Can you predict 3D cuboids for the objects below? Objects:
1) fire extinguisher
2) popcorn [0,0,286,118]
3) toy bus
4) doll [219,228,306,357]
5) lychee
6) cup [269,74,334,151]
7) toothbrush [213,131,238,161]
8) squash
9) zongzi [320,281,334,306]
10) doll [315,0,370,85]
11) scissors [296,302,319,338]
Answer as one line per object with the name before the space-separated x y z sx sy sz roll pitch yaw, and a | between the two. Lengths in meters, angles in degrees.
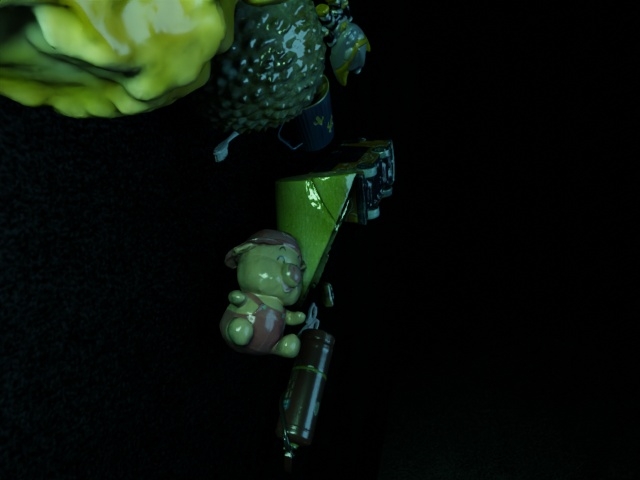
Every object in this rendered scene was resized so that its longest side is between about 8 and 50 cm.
fire extinguisher | -0.045 0.404 1.317 0.142 0.105 0.342 73 28 -54
popcorn | -0.220 -0.284 0.391 0.390 0.354 0.344 51 48 3
toy bus | 0.103 -0.184 1.531 0.323 0.194 0.162 -52 141 -54
doll | -0.107 0.095 1.017 0.196 0.152 0.256 60 37 -62
lychee | -0.114 -0.302 0.836 0.274 0.255 0.255 -47 149 -12
cup | -0.045 -0.287 1.216 0.176 0.131 0.155 -47 151 -16
toothbrush | -0.150 -0.237 1.047 0.287 0.020 0.025 -64 159 -48
squash | 0.000 0.000 1.218 0.234 0.209 0.309 -84 166 -80
zongzi | 0.023 0.157 1.592 0.083 0.040 0.076 -60 143 -75
doll | 0.073 -0.598 1.526 0.316 0.103 0.146 42 58 -60
scissors | -0.042 0.246 1.447 0.189 0.015 0.100 -36 125 -64
